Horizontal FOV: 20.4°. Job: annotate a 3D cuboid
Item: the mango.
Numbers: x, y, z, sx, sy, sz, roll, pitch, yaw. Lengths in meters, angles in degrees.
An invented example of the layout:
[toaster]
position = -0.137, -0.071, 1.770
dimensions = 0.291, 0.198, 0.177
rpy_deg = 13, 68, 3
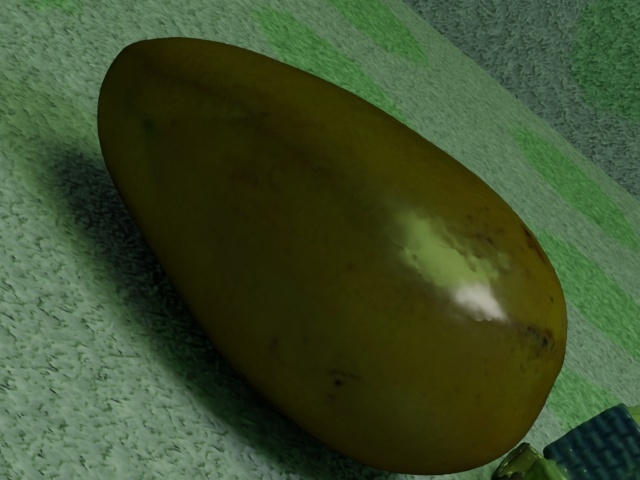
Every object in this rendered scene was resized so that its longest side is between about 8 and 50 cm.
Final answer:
[mango]
position = 0.000, 0.000, 1.411
dimensions = 0.446, 0.232, 0.300
rpy_deg = 40, 21, 18

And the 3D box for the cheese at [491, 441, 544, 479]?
[cheese]
position = 0.182, 0.220, 1.574
dimensions = 0.060, 0.041, 0.084
rpy_deg = 48, 22, 2

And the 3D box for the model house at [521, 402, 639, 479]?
[model house]
position = 0.265, 0.246, 1.510
dimensions = 0.189, 0.195, 0.214
rpy_deg = 0, 51, -42
